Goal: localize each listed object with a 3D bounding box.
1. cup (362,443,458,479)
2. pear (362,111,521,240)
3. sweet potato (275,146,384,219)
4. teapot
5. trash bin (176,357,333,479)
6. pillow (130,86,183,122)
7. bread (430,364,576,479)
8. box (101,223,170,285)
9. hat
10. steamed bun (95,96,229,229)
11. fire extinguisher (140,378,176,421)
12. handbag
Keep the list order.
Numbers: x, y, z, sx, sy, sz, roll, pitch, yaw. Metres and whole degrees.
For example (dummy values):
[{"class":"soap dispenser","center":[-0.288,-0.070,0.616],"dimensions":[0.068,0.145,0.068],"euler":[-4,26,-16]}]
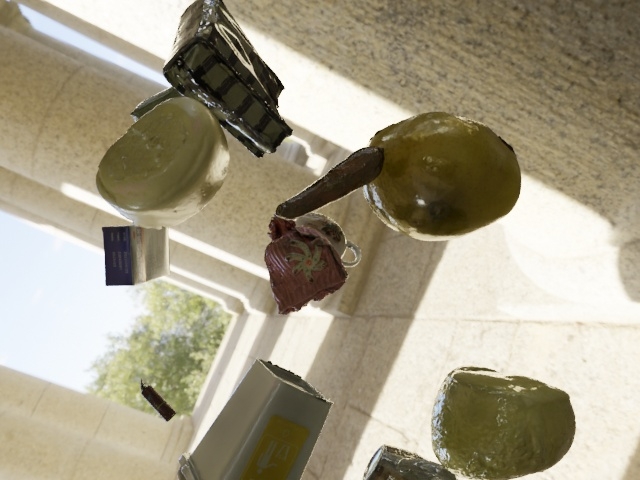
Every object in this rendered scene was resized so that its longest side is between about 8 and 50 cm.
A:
[{"class":"cup","center":[0.284,0.755,1.676],"dimensions":[0.227,0.257,0.301],"euler":[-56,-4,-45]},{"class":"pear","center":[0.287,-0.118,1.301],"dimensions":[0.191,0.387,0.340],"euler":[-79,-7,-47]},{"class":"sweet potato","center":[0.024,-0.117,1.154],"dimensions":[0.273,0.075,0.075],"euler":[-32,8,-9]},{"class":"teapot","center":[0.000,0.000,1.810],"dimensions":[0.204,0.298,0.139],"euler":[-46,9,43]},{"class":"trash bin","center":[-0.161,0.494,1.326],"dimensions":[0.367,0.256,0.296],"euler":[-61,25,-6]},{"class":"pillow","center":[-0.438,-0.318,1.524],"dimensions":[0.185,0.075,0.302],"euler":[-41,-9,-22]},{"class":"bread","center":[0.401,0.414,1.212],"dimensions":[0.320,0.321,0.237],"euler":[171,101,-76]},{"class":"box","center":[-0.634,0.042,1.881],"dimensions":[0.299,0.107,0.200],"euler":[-24,-68,-80]},{"class":"hat","center":[-0.072,0.047,1.519],"dimensions":[0.237,0.286,0.107],"euler":[-29,-17,14]},{"class":"steamed bun","center":[-0.276,-0.134,1.050],"dimensions":[0.273,0.166,0.232],"euler":[-46,-16,-11]},{"class":"fire extinguisher","center":[-0.451,0.437,1.475],"dimensions":[0.039,0.132,0.056],"euler":[-37,-13,-51]},{"class":"handbag","center":[-0.219,-0.409,1.339],"dimensions":[0.163,0.327,0.325],"euler":[-33,35,21]}]
